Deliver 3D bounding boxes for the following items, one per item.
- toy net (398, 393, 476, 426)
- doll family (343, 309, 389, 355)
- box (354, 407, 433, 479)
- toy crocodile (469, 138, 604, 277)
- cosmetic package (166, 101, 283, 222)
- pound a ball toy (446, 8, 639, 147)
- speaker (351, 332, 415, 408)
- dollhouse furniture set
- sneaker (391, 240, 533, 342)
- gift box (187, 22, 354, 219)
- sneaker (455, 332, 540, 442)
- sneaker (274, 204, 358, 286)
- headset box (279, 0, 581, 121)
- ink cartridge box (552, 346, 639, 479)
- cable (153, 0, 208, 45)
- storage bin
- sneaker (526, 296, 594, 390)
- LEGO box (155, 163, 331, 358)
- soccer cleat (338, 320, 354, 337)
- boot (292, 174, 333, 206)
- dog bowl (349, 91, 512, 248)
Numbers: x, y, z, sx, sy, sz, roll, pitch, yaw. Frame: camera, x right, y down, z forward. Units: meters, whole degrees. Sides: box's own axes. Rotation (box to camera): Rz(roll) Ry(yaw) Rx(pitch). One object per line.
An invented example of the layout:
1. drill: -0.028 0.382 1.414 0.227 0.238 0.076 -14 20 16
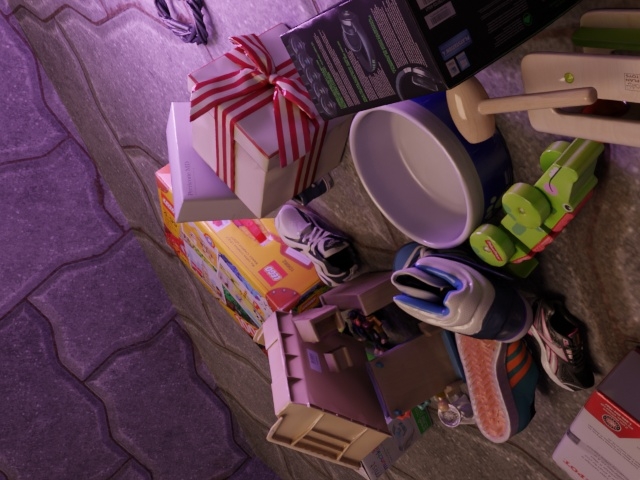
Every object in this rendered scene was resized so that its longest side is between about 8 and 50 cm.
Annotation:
1. toy net: 0.240 0.371 1.656 0.232 0.122 0.045 26 -173 5
2. doll family: 0.106 0.192 1.774 0.193 0.076 0.111 20 144 57
3. box: 0.115 0.466 1.929 0.262 0.231 0.127 21 141 52
4. toy crocodile: 0.308 -0.037 1.043 0.105 0.115 0.341 42 157 11
5. cosmetic package: -0.203 -0.167 1.570 0.138 0.224 0.224 129 134 -66
6. pound a ball toy: 0.318 -0.137 0.769 0.319 0.208 0.136 21 140 50
7. speaker: 0.131 0.322 1.837 0.296 0.131 0.131 18 138 54
8. dollhouse furniture set: 0.110 0.246 1.572 0.198 0.286 0.304 -14 100 66
9. sneaker: 0.179 0.057 1.230 0.236 0.130 0.322 21 -172 -41
10. gift box: -0.099 -0.212 1.369 0.255 0.276 0.258 42 153 14
11. sneaker: 0.331 0.208 1.351 0.108 0.121 0.302 2 104 49
12. sneaker: 0.000 0.000 1.684 0.235 0.094 0.153 55 155 -3
13. headset box: 0.121 -0.270 0.902 0.283 0.246 0.131 2 124 60
14. ink cartridge box: 0.505 0.326 1.163 0.197 0.114 0.273 40 152 26
15. cable: -0.307 -0.507 1.638 0.184 0.047 0.151 23 147 46
16. storage bin: -0.006 0.305 1.540 0.260 0.123 0.262 27 -150 -30
17. sneaker: 0.399 0.170 1.207 0.178 0.072 0.077 54 153 -5
18. LEGO box: -0.205 0.037 1.985 0.500 0.193 0.373 45 155 19
19. soccer cleat: 0.055 0.230 1.782 0.072 0.060 0.179 48 180 0
20. boot: -0.066 -0.150 1.610 0.190 0.086 0.069 37 151 33
21. dog bowl: 0.173 -0.122 1.185 0.265 0.104 0.265 41 153 27
